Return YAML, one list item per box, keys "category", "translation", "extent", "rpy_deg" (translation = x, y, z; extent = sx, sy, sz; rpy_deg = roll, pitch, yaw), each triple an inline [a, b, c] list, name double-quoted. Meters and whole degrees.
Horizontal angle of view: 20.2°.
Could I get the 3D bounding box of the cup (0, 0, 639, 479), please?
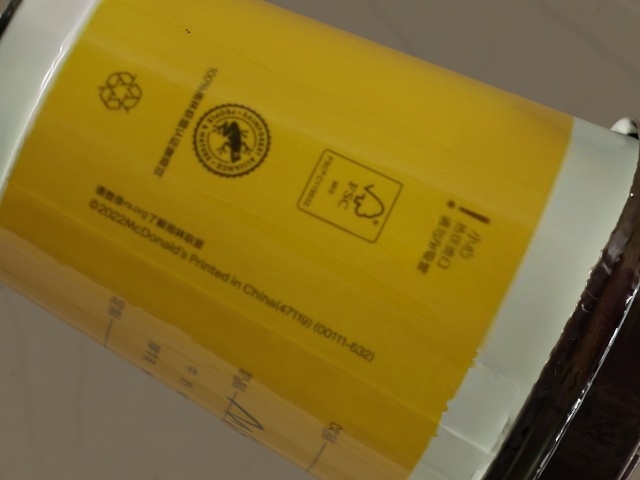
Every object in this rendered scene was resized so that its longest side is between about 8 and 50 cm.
- category: "cup"
  translation: [0.000, 0.000, 0.700]
  extent: [0.280, 0.196, 0.196]
  rpy_deg: [26, -58, 1]
